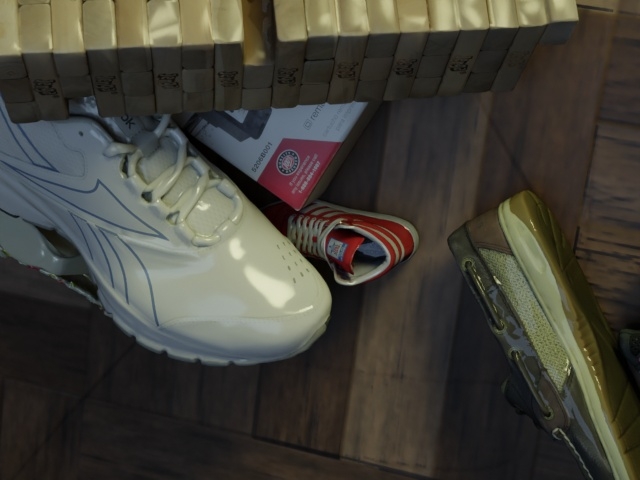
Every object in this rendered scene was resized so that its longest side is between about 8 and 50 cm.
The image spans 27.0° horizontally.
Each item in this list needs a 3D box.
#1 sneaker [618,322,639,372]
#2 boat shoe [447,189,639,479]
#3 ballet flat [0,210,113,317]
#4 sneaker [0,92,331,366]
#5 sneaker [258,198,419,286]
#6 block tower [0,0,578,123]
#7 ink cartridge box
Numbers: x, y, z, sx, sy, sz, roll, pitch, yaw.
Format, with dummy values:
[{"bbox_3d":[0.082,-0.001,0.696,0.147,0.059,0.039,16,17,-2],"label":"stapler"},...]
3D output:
[{"bbox_3d":[0.236,0.015,0.804,0.077,0.072,0.178,30,104,20],"label":"sneaker"},{"bbox_3d":[0.149,0.081,0.844,0.073,0.080,0.223,-23,90,26],"label":"boat shoe"},{"bbox_3d":[-0.151,0.017,0.919,0.241,0.077,0.091,24,110,10],"label":"ballet flat"},{"bbox_3d":[-0.118,-0.031,0.835,0.297,0.111,0.129,34,144,10],"label":"sneaker"},{"bbox_3d":[0.000,0.000,0.872,0.118,0.067,0.042,5,105,17],"label":"sneaker"},{"bbox_3d":[-0.031,-0.133,0.762,0.335,0.097,0.091,-4,72,-6],"label":"block tower"},{"bbox_3d":[-0.040,-0.108,0.861,0.150,0.063,0.109,35,110,6],"label":"ink cartridge box"}]
